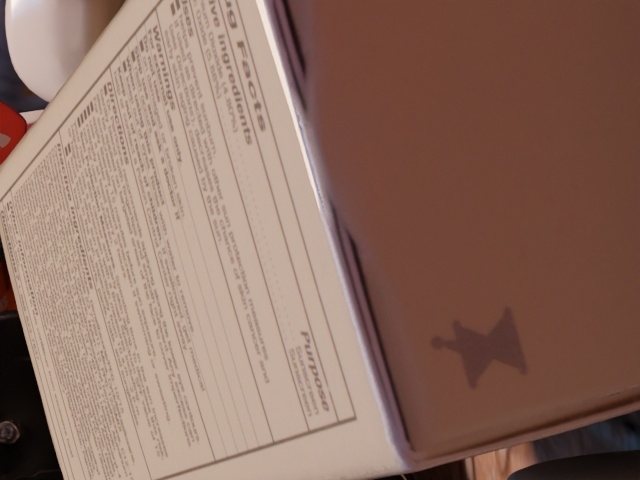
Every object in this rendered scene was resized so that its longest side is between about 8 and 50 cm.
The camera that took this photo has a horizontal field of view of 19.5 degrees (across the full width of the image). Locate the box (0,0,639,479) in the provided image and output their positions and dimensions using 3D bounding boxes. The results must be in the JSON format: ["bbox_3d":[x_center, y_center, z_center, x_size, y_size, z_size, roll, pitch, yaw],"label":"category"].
[{"bbox_3d":[0.000,0.000,0.551,0.311,0.121,0.148,153,103,-67],"label":"box"}]

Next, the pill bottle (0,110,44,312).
[{"bbox_3d":[-0.135,-0.049,1.180,0.224,0.224,0.392,96,163,-53],"label":"pill bottle"}]

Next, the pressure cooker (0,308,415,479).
[{"bbox_3d":[-0.119,0.265,0.926,0.420,0.376,0.370,109,160,-65],"label":"pressure cooker"}]

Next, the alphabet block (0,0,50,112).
[{"bbox_3d":[-0.102,-0.202,0.972,0.192,0.193,0.197,108,153,-64],"label":"alphabet block"}]

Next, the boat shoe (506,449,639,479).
[{"bbox_3d":[0.098,0.094,0.459,0.184,0.066,0.063,-166,70,-69],"label":"boat shoe"}]

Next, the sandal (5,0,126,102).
[{"bbox_3d":[-0.079,-0.257,0.697,0.169,0.102,0.416,-1,-78,-75],"label":"sandal"}]

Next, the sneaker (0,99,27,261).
[{"bbox_3d":[-0.245,-0.003,1.034,0.350,0.131,0.148,-13,48,60],"label":"sneaker"}]
